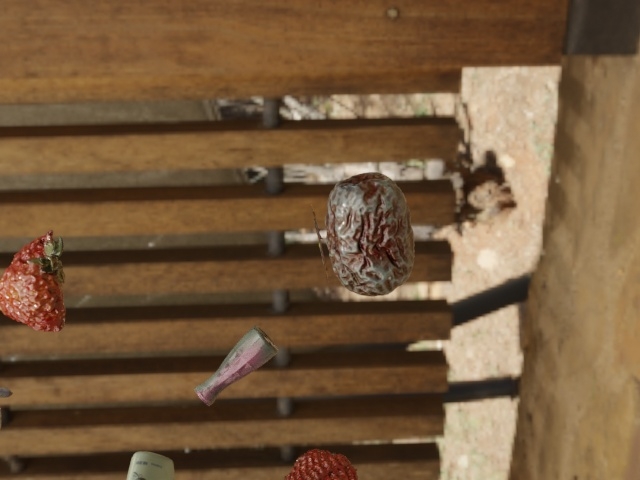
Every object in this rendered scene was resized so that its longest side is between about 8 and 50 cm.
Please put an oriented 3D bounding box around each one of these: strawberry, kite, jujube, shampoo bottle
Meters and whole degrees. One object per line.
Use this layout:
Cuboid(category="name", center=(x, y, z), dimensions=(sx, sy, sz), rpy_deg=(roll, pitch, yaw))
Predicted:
Cuboid(category="strawberry", center=(-0.499, 0.083, 1.565), dimensions=(0.236, 0.106, 0.175), rpy_deg=(113, 146, -49))
Cuboid(category="kite", center=(0.000, 0.000, 2.058), dimensions=(0.159, 0.010, 0.190), rpy_deg=(93, 166, -75))
Cuboid(category="jujube", center=(0.124, -0.019, 2.341), dimensions=(0.226, 0.226, 0.317), rpy_deg=(-97, -5, -66))
Cuboid(category="shampoo bottle", center=(-0.440, 0.708, 2.278), dimensions=(0.360, 0.134, 0.078), rpy_deg=(-86, 21, -44))
Cuboid(category="strawberry", center=(0.008, 0.601, 2.198), dimensions=(0.286, 0.106, 0.188), rpy_deg=(-15, -89, -53))

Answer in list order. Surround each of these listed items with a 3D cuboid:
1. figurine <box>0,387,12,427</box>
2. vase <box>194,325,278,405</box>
Cuboid(category="figurine", center=(-0.776, 0.407, 1.753), dimensions=(0.382, 0.224, 0.205), rpy_deg=(-58, -38, -59))
Cuboid(category="vase", center=(-0.206, 0.304, 2.189), dimensions=(0.086, 0.214, 0.086), rpy_deg=(48, -179, -1))
